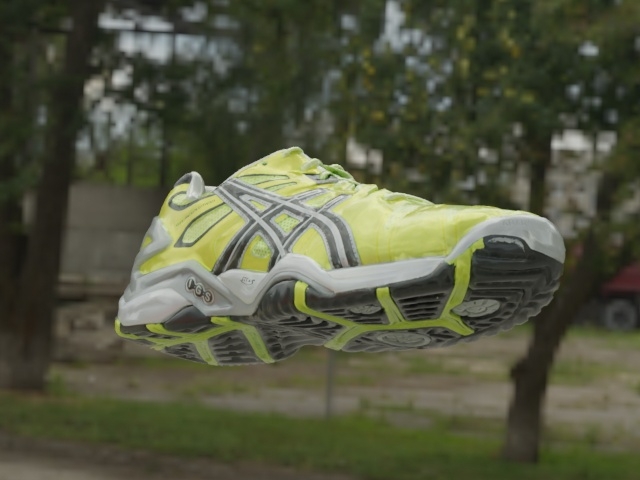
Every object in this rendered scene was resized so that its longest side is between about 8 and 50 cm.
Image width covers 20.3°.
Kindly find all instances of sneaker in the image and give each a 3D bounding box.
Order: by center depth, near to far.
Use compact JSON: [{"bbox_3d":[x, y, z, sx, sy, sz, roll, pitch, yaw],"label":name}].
[{"bbox_3d":[0.000,0.000,1.275,0.384,0.147,0.145,-6,-20,39],"label":"sneaker"}]
